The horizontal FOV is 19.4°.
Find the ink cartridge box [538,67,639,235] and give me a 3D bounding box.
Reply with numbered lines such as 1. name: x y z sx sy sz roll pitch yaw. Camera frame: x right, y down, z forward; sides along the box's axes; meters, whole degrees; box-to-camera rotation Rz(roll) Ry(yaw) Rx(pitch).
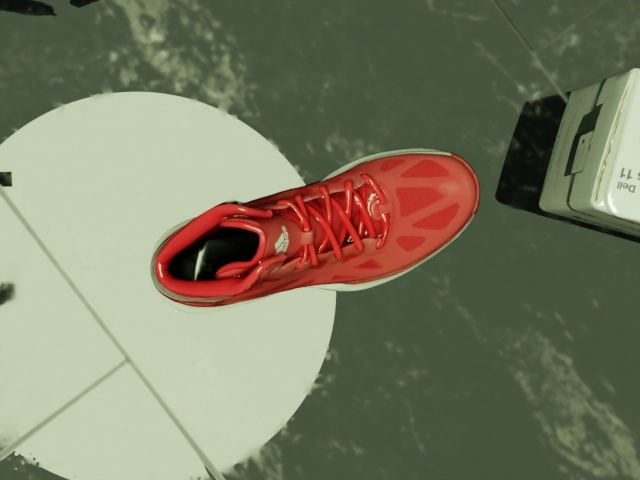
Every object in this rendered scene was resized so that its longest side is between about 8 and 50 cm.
1. ink cartridge box: 0.228 -0.039 1.133 0.153 0.208 0.087 15 91 -3

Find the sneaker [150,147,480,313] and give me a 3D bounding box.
1. sneaker: 0.000 0.000 1.167 0.221 0.128 0.087 -21 92 -1
